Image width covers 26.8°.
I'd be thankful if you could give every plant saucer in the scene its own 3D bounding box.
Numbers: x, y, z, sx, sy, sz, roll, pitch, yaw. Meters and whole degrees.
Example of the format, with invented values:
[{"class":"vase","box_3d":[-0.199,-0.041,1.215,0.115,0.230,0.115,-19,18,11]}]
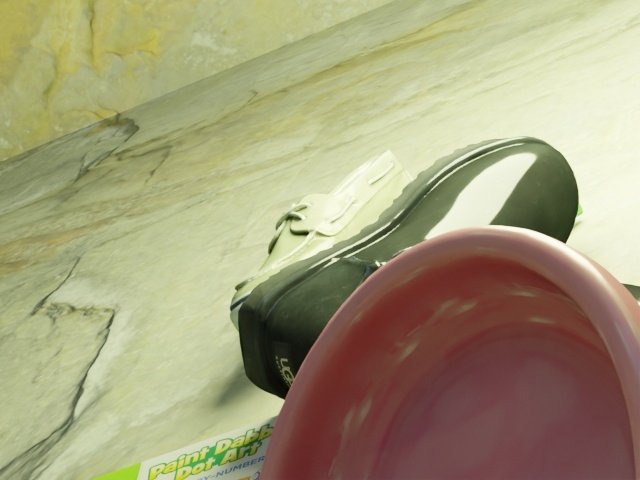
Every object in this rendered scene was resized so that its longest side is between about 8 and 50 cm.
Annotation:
[{"class":"plant saucer","box_3d":[0.083,0.159,0.742,0.332,0.084,0.332,-31,50,45]}]

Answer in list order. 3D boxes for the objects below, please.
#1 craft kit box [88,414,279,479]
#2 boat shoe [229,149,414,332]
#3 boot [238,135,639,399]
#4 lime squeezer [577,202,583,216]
[{"class":"craft kit box","box_3d":[-0.118,0.246,1.034,0.249,0.061,0.247,-21,18,16]},{"class":"boat shoe","box_3d":[0.000,0.000,1.366,0.109,0.094,0.302,-31,2,43]},{"class":"boot","box_3d":[0.193,0.045,0.992,0.367,0.146,0.445,-34,21,-26]},{"class":"lime squeezer","box_3d":[0.105,0.040,1.284,0.310,0.059,0.110,-23,-10,16]}]
